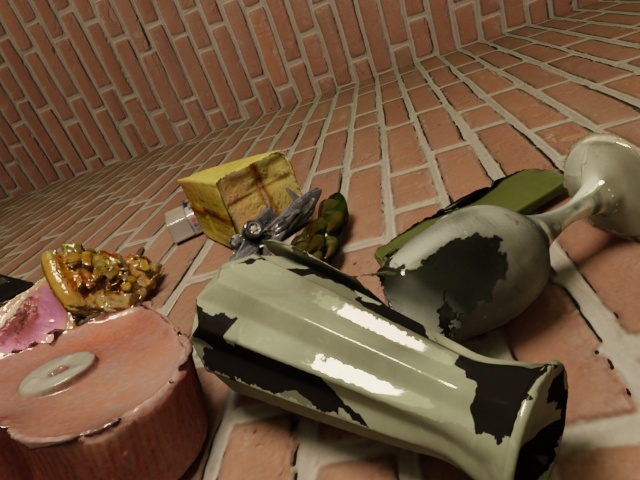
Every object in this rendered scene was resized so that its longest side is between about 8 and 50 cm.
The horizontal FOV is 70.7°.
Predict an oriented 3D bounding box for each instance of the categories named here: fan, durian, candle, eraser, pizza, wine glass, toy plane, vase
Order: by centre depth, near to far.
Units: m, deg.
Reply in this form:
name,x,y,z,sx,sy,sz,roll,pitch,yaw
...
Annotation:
name,x,y,z,sx,sy,sz,roll,pitch,yaw
vase,0.024,0.114,0.432,0.361,0.165,0.165,12,41,43
fan,0.024,0.038,0.495,0.010,0.182,0.310,-61,10,-12
wine glass,0.224,0.003,0.513,0.321,0.143,0.143,-29,27,-13
candle,-0.282,0.189,0.542,0.318,0.131,0.287,-7,21,7
durian,-0.505,0.153,0.768,0.165,0.132,0.182,-23,28,13
toy plane,-0.080,-0.025,0.776,0.212,0.088,0.267,-31,21,54
pizza,-0.374,0.068,0.814,0.069,0.226,0.147,-49,50,26
eraser,-0.277,-0.076,1.121,0.210,0.067,0.124,-27,27,-11

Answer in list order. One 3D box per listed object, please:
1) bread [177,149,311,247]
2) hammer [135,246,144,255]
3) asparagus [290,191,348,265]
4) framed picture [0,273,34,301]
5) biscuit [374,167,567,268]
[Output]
name,x,y,z,sx,sy,sz,roll,pitch,yaw
bread,-0.169,-0.093,0.957,0.163,0.167,0.264,-32,26,-25
hammer,-0.434,0.058,1.034,0.062,0.017,0.182,-20,24,0
asparagus,0.000,0.000,0.759,0.080,0.080,0.287,-8,22,25
framed picture,-0.919,0.168,1.099,0.244,0.013,0.324,6,27,31
biscuit,0.232,-0.031,0.683,0.323,0.038,0.099,-27,29,-15
